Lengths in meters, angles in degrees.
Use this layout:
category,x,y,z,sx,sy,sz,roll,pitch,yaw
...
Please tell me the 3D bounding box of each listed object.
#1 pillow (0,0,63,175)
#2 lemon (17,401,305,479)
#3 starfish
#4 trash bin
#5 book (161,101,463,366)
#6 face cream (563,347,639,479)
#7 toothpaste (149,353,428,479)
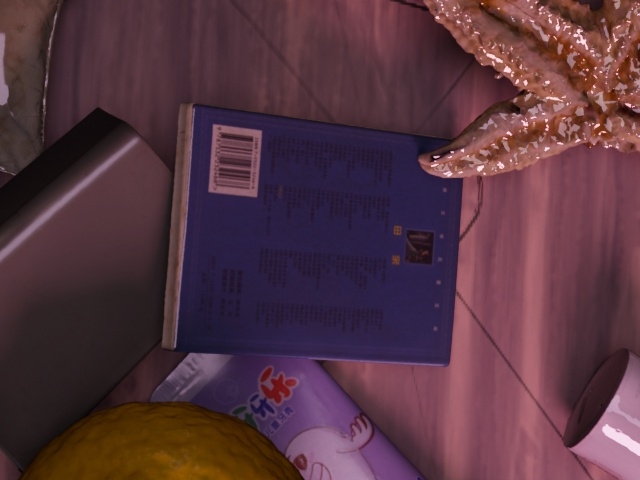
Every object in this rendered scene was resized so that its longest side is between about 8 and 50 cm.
category,x,y,z,sx,sy,sz,roll,pitch,yaw
pillow,-0.352,-0.154,1.485,0.302,0.075,0.185,7,86,-5
lemon,-0.112,0.251,1.406,0.253,0.310,0.253,-7,58,12
starfish,0.273,-0.178,1.503,0.432,0.082,0.324,-2,114,-4
trash bin,-0.205,0.032,1.455,0.240,0.122,0.164,-44,115,-8
book,0.000,0.000,1.482,0.269,0.025,0.191,5,88,-35
face cream,0.314,0.183,1.535,0.214,0.096,0.096,31,85,-5
toothpaste,0.034,0.211,1.525,0.371,0.080,0.125,43,88,4
